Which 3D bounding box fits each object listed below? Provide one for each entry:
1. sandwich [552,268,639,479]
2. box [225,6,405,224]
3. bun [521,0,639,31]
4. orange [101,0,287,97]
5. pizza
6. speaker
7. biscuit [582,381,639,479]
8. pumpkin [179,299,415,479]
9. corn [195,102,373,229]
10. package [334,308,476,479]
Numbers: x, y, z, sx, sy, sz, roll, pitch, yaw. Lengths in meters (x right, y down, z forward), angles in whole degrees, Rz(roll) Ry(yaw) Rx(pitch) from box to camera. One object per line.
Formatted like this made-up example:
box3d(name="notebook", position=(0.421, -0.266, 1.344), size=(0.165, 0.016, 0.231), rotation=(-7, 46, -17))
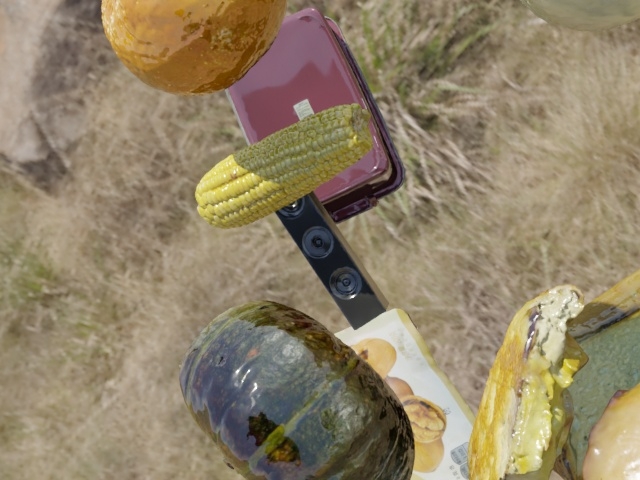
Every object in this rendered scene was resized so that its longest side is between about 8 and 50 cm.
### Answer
box3d(name="sandwich", position=(0.374, 0.161, 1.332), size=(0.251, 0.226, 0.087), rotation=(-29, 32, -8))
box3d(name="box", position=(-0.016, -0.168, 1.467), size=(0.193, 0.167, 0.294), rotation=(-25, 88, 2))
box3d(name="bun", position=(0.233, -0.382, 1.024), size=(0.227, 0.349, 0.352), rotation=(-30, 49, 10))
box3d(name="orange", position=(-0.108, -0.210, 0.913), size=(0.177, 0.155, 0.177), rotation=(-167, 90, -76))
box3d(name="pizza", position=(0.100, 0.089, 0.524), size=(0.036, 0.160, 0.099), rotation=(9, 50, 2))
box3d(name="speaker", position=(0.000, 0.000, 1.096), size=(0.040, 0.046, 0.191), rotation=(-34, 90, 10))
box3d(name="biscuit", position=(0.319, 0.232, 0.844), size=(0.102, 0.296, 0.296), rotation=(5, 74, 53))
box3d(name="pumpkin", position=(-0.001, 0.128, 0.711), size=(0.119, 0.183, 0.108), rotation=(-49, 22, -18))
box3d(name="corn", position=(-0.038, -0.066, 0.994), size=(0.206, 0.067, 0.067), rotation=(-25, 56, 33))
box3d(name="package", position=(0.081, 0.279, 1.367), size=(0.221, 0.165, 0.311), rotation=(-22, 59, -22))
